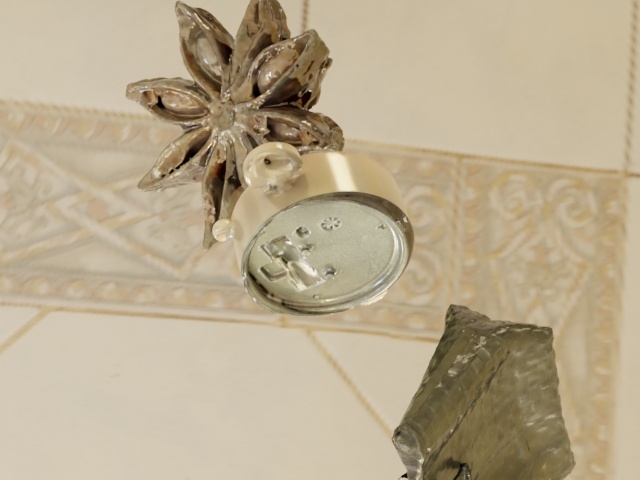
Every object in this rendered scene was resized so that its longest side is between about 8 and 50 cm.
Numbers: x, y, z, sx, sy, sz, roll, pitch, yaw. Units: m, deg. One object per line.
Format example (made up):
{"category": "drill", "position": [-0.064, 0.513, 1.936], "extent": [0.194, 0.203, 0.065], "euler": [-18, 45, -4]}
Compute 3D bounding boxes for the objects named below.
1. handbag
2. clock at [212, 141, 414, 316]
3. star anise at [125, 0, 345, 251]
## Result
{"category": "handbag", "position": [0.116, 0.171, 1.222], "extent": [0.088, 0.270, 0.175], "euler": [15, 52, 28]}
{"category": "clock", "position": [0.000, 0.000, 1.362], "extent": [0.155, 0.063, 0.229], "euler": [-26, 136, 9]}
{"category": "star anise", "position": [-0.065, -0.116, 1.517], "extent": [0.223, 0.109, 0.236], "euler": [44, 114, 28]}
